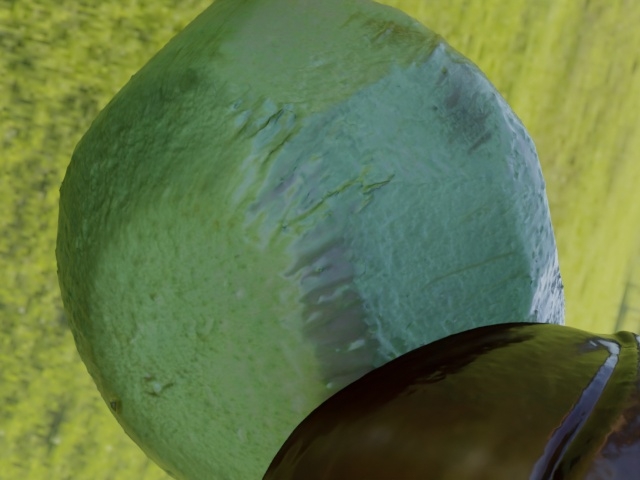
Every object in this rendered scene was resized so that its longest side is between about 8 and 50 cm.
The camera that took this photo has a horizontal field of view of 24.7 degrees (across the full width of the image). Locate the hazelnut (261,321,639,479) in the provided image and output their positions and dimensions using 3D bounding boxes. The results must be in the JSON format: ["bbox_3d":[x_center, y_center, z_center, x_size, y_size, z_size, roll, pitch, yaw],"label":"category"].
[{"bbox_3d":[0.092,0.135,0.635,0.229,0.229,0.230,15,90,-76],"label":"hazelnut"}]

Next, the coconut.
[{"bbox_3d":[0.000,0.000,0.863,0.281,0.328,0.328,-38,-173,31],"label":"coconut"}]
